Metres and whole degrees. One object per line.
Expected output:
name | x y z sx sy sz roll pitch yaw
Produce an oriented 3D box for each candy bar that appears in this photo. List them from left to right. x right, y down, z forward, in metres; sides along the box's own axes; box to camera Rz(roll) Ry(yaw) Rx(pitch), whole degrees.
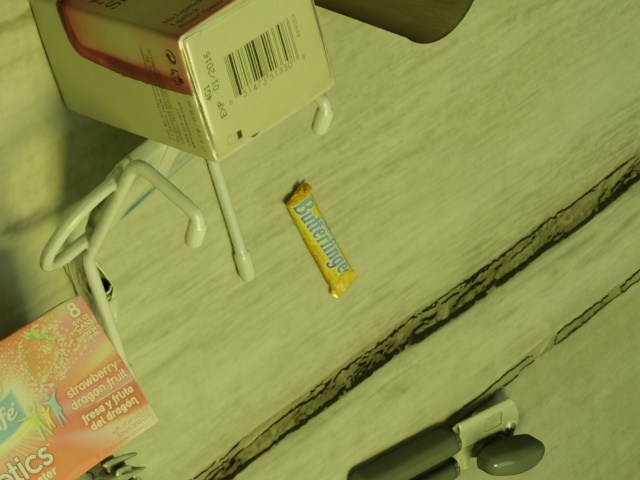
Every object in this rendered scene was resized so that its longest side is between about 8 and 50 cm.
candy bar | 0.000 0.000 1.958 0.040 0.018 0.161 -47 135 -20

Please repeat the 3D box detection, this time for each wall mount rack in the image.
wall mount rack | -0.126 -0.020 1.725 0.350 0.130 0.304 -44 172 -38

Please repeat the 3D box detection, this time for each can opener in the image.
can opener | 0.156 0.271 2.188 0.280 0.093 0.074 -19 121 -34

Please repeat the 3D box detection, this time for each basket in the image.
basket | 0.035 -0.303 1.768 0.227 0.154 0.204 -1 106 -41

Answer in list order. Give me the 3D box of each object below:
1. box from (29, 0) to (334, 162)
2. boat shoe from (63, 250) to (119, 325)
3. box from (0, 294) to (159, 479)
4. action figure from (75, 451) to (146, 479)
box | -0.125 -0.180 1.592 0.148 0.232 0.127 -36 127 -29
boat shoe | -0.217 0.050 1.748 0.035 0.035 0.100 -41 132 -25
box | -0.317 0.191 1.589 0.300 0.154 0.142 -33 93 -30
action figure | -0.244 0.327 1.806 0.185 0.099 0.285 -23 119 -29
